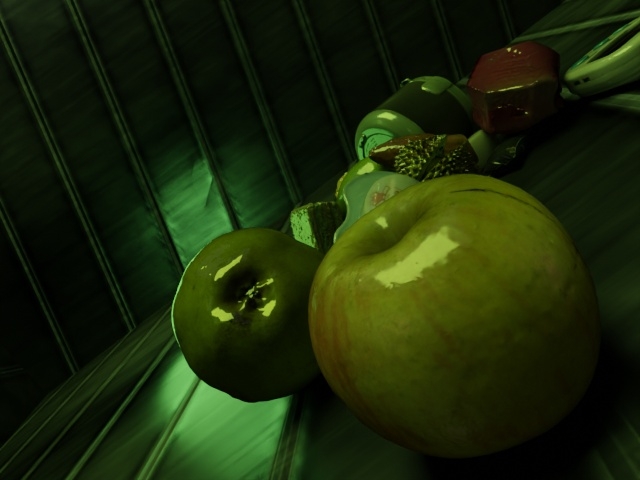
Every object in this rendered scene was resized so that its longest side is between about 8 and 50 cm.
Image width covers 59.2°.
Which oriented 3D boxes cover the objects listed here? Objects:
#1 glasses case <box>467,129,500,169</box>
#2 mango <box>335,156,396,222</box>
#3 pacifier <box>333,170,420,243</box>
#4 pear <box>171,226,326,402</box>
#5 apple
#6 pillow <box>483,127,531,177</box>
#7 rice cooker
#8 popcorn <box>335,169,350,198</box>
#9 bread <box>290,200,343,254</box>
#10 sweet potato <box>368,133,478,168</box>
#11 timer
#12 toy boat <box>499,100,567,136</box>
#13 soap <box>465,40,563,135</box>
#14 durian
[{"bbox_3d":[0.357,-0.195,1.379,0.204,0.081,0.051,-38,8,-13],"label":"glasses case"},{"bbox_3d":[0.116,-0.095,1.453,0.293,0.175,0.143,-55,30,39],"label":"mango"},{"bbox_3d":[0.136,0.001,1.064,0.225,0.238,0.287,109,171,-50],"label":"pacifier"},{"bbox_3d":[-0.098,0.126,0.971,0.287,0.287,0.375,-37,-13,-1],"label":"pear"},{"bbox_3d":[0.129,0.070,0.553,0.286,0.233,0.286,-34,15,10],"label":"apple"},{"bbox_3d":[0.417,-0.195,1.260,0.090,0.048,0.150,-18,21,43],"label":"pillow"},{"bbox_3d":[0.266,-0.275,1.521,0.277,0.288,0.288,-41,11,-29],"label":"rice cooker"},{"bbox_3d":[0.120,-0.131,1.680,0.148,0.167,0.152,-3,-19,-13],"label":"popcorn"},{"bbox_3d":[0.000,0.000,1.423,0.102,0.196,0.138,-12,-2,-24],"label":"bread"},{"bbox_3d":[0.239,-0.204,1.313,0.252,0.097,0.097,1,21,11],"label":"sweet potato"},{"bbox_3d":[0.688,-0.420,1.252,0.262,0.087,0.237,-39,10,-7],"label":"timer"},{"bbox_3d":[0.531,-0.324,1.432,0.210,0.066,0.084,-3,68,56],"label":"toy boat"},{"bbox_3d":[0.465,-0.367,1.355,0.220,0.127,0.325,-8,34,31],"label":"soap"},{"bbox_3d":[0.257,-0.113,1.221,0.193,0.237,0.137,-9,67,30],"label":"durian"}]
